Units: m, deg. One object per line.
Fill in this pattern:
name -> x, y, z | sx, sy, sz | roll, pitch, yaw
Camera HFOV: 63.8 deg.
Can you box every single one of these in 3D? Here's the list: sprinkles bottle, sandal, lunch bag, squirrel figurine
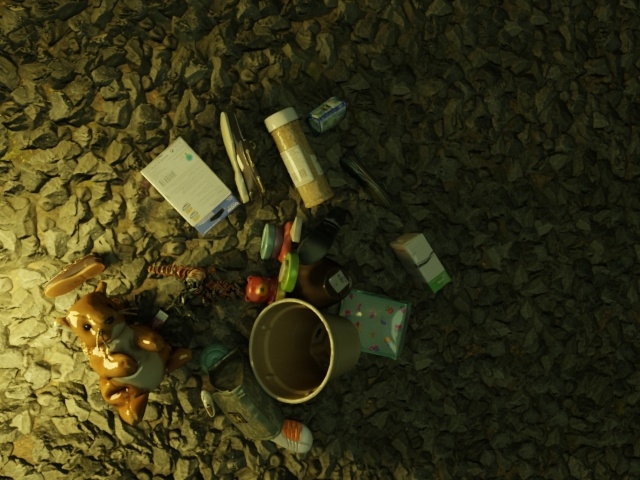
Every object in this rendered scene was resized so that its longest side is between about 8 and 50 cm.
sprinkles bottle -> -0.076, -0.297, 1.863 | 0.121, 0.121, 0.355 | -27, 99, -11
sandal -> -0.153, 0.706, 1.919 | 0.266, 0.076, 0.101 | 18, 73, 7
lunch bag -> 0.023, -0.451, 1.864 | 0.129, 0.151, 0.096 | -37, 100, -9
squirrel figurine -> -0.663, 0.311, 1.611 | 0.281, 0.397, 0.370 | -49, 127, -27
lunch bag -> -0.254, 0.538, 1.761 | 0.169, 0.287, 0.235 | -37, 108, -10
lunch bag -> 0.190, 0.307, 1.931 | 0.263, 0.160, 0.223 | 11, 90, 20

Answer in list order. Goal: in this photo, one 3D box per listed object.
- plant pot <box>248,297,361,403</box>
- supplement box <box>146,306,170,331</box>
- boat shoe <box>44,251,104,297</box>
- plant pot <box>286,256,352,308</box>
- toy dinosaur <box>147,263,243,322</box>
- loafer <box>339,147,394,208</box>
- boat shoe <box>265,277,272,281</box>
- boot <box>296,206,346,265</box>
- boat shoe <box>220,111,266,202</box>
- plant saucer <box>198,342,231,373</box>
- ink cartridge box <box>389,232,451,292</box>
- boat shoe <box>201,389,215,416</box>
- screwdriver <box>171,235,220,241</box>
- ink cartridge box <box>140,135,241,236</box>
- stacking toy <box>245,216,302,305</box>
plant pot -> -0.024, 0.370, 1.783 | 0.334, 0.306, 0.333 | -5, 81, 30
supplement box -> -0.570, 0.282, 1.805 | 0.043, 0.055, 0.083 | 37, 83, -12
boat shoe -> -0.833, 0.114, 1.734 | 0.207, 0.073, 0.073 | -30, 61, -14
plant pot -> 0.013, 0.149, 1.825 | 0.216, 0.230, 0.215 | 2, 85, -25
toy dinosaur -> -0.441, 0.172, 1.809 | 0.322, 0.164, 0.218 | 19, 73, 5
loafer -> 0.192, -0.237, 1.946 | 0.267, 0.096, 0.084 | 44, 77, -9
boat shoe -> -0.154, 0.163, 1.906 | 0.142, 0.040, 0.049 | 8, 76, -15
boot -> 0.000, 0.000, 1.836 | 0.091, 0.229, 0.263 | 39, 75, 1
boat shoe -> -0.274, -0.299, 1.823 | 0.097, 0.117, 0.324 | -17, 100, -17
plant saucer -> -0.382, 0.435, 1.873 | 0.120, 0.021, 0.119 | -1, 92, -14
ink cartridge box -> 0.377, 0.080, 1.966 | 0.093, 0.160, 0.219 | -35, 100, -11
boat shoe -> -0.407, 0.593, 1.867 | 0.035, 0.035, 0.100 | -17, 96, -12
screwdriver -> -0.448, -0.004, 1.845 | 0.170, 0.025, 0.024 | 2, 91, -22
ink cartridge box -> -0.452, -0.186, 1.810 | 0.186, 0.065, 0.311 | -44, 99, -8
stacking toy -> -0.166, 0.063, 1.761 | 0.131, 0.279, 0.308 | 9, 69, -14
